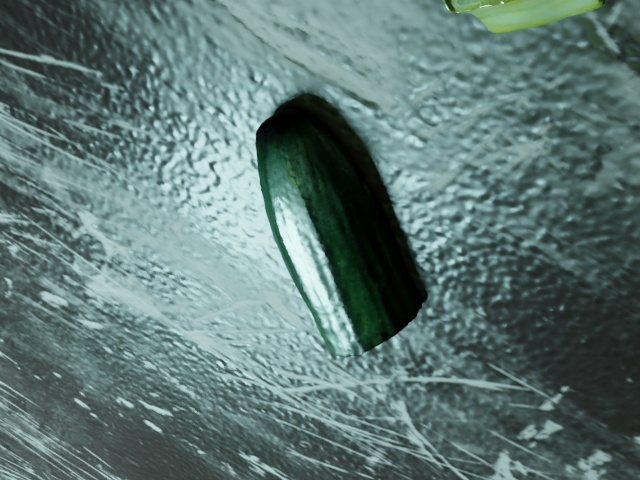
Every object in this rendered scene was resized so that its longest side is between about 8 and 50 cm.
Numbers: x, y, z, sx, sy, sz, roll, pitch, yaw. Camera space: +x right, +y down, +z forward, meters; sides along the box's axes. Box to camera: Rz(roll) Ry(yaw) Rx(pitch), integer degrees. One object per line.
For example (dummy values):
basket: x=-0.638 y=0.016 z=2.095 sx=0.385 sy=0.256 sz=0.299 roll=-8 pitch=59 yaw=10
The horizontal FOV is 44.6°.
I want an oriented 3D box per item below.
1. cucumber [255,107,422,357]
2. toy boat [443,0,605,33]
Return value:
cucumber: x=0.000 y=0.000 z=0.704 sx=0.115 sy=0.063 sz=0.244 roll=-8 pitch=120 yaw=33
toy boat: x=0.085 y=-0.240 z=0.441 sx=0.111 sy=0.084 sz=0.276 roll=-6 pitch=124 yaw=35
